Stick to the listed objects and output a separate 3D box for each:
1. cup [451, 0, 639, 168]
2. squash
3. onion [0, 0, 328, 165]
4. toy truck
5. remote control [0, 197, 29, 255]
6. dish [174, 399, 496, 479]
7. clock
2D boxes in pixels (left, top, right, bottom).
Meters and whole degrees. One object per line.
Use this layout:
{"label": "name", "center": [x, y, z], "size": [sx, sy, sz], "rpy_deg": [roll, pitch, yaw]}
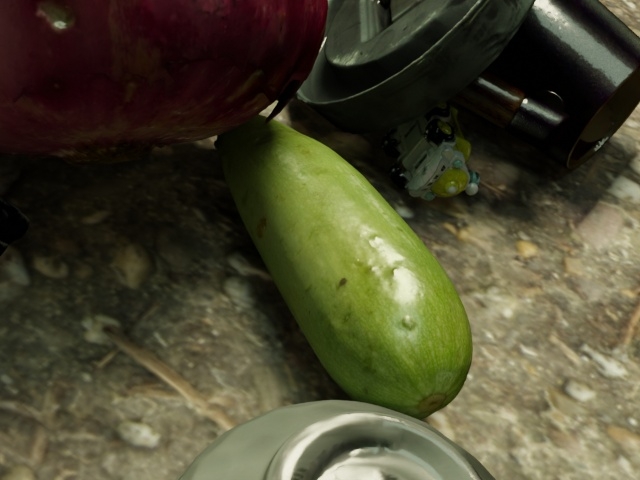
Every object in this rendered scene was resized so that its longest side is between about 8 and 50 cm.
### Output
{"label": "cup", "center": [0.200, -0.157, 1.180], "size": [0.239, 0.166, 0.177], "rpy_deg": [-39, 72, -25]}
{"label": "squash", "center": [0.006, -0.004, 0.962], "size": [0.118, 0.118, 0.370], "rpy_deg": [-7, 42, -26]}
{"label": "onion", "center": [-0.163, -0.207, 0.928], "size": [0.358, 0.358, 0.345], "rpy_deg": [15, 77, -5]}
{"label": "toy truck", "center": [0.111, -0.082, 1.121], "size": [0.077, 0.076, 0.111], "rpy_deg": [20, 38, -29]}
{"label": "remote control", "center": [-0.344, -0.067, 0.925], "size": [0.266, 0.090, 0.066], "rpy_deg": [35, 73, 13]}
{"label": "dish", "center": [0.029, 0.200, 0.750], "size": [0.303, 0.120, 0.303], "rpy_deg": [9, 42, -9]}
{"label": "clock", "center": [0.091, -0.218, 1.117], "size": [0.055, 0.280, 0.281], "rpy_deg": [42, 33, -29]}
